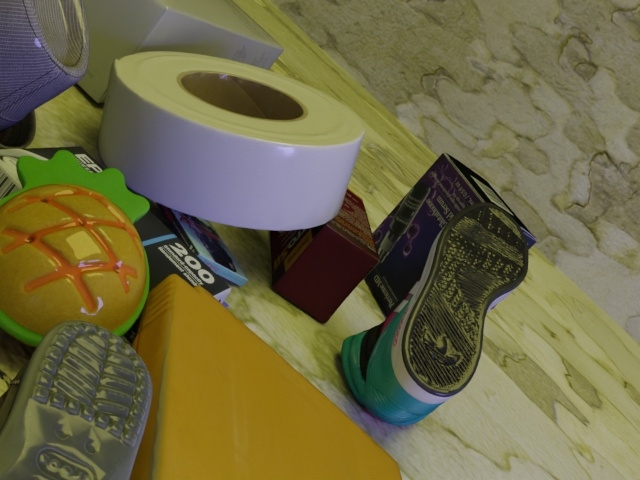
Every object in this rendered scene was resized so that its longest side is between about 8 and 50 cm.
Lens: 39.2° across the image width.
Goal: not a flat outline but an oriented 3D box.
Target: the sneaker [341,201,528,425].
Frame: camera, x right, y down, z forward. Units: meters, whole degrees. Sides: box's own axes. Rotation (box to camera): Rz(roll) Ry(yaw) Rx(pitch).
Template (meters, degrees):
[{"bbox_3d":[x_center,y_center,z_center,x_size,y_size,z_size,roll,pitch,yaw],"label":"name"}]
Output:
[{"bbox_3d":[0.120,0.093,0.987,0.124,0.178,0.295,41,46,-2],"label":"sneaker"}]

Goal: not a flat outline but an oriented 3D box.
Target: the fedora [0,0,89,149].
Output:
[{"bbox_3d":[-0.295,-0.221,0.812,0.244,0.124,0.275,57,10,-61],"label":"fedora"}]

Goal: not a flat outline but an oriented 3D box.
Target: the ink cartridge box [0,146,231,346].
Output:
[{"bbox_3d":[-0.180,-0.003,0.809,0.206,0.045,0.208,43,15,6],"label":"ink cartridge box"}]

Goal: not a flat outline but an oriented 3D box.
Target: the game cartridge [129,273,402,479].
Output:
[{"bbox_3d":[-0.020,0.189,0.607,0.285,0.052,0.324,45,12,-23],"label":"game cartridge"}]

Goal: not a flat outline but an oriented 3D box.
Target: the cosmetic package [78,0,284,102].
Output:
[{"bbox_3d":[-0.224,-0.291,1.236,0.197,0.155,0.365,45,18,13],"label":"cosmetic package"}]

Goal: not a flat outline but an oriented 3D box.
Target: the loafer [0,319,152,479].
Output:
[{"bbox_3d":[-0.151,0.149,0.430,0.094,0.087,0.251,38,33,-15],"label":"loafer"}]

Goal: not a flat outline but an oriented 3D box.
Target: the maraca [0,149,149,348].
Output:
[{"bbox_3d":[-0.184,0.003,0.656,0.127,0.099,0.186,23,41,-22],"label":"maraca"}]

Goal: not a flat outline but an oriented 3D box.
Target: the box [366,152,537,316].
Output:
[{"bbox_3d":[0.167,0.011,1.247,0.108,0.207,0.153,29,20,-35],"label":"box"}]

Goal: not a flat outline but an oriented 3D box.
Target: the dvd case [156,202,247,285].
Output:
[{"bbox_3d":[-0.131,-0.007,0.953,0.087,0.013,0.119,34,14,-52],"label":"dvd case"}]

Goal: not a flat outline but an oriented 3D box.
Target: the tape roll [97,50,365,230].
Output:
[{"bbox_3d":[-0.099,-0.119,1.004,0.286,0.100,0.286,14,24,-7],"label":"tape roll"}]

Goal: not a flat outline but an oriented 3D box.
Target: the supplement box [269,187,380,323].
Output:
[{"bbox_3d":[0.000,0.000,1.088,0.081,0.104,0.188,35,18,-18],"label":"supplement box"}]
